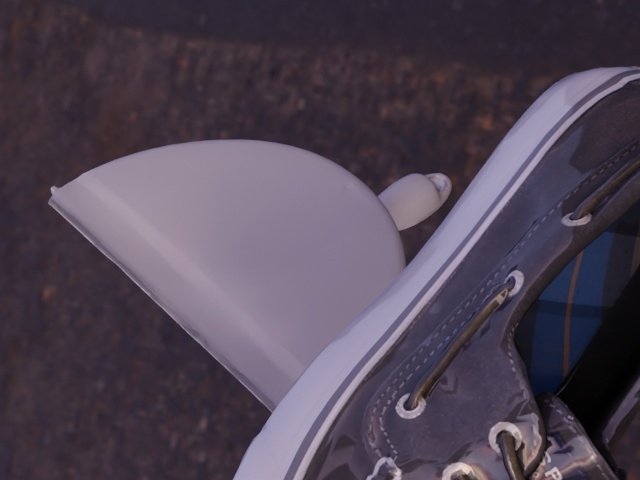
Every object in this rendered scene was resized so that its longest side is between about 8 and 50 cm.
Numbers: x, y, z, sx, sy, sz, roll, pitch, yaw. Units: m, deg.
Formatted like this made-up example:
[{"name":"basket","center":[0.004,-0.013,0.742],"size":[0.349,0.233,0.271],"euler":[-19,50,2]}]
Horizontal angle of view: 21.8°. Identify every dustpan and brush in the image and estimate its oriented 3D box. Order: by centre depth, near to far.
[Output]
[{"name":"dustpan and brush","center":[0.000,0.000,0.710],"size":[0.147,0.211,0.060],"euler":[42,138,17]}]

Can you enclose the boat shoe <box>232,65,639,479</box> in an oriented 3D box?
[{"name":"boat shoe","center":[0.053,0.048,0.444],"size":[0.228,0.080,0.076],"euler":[-51,33,-19]}]
